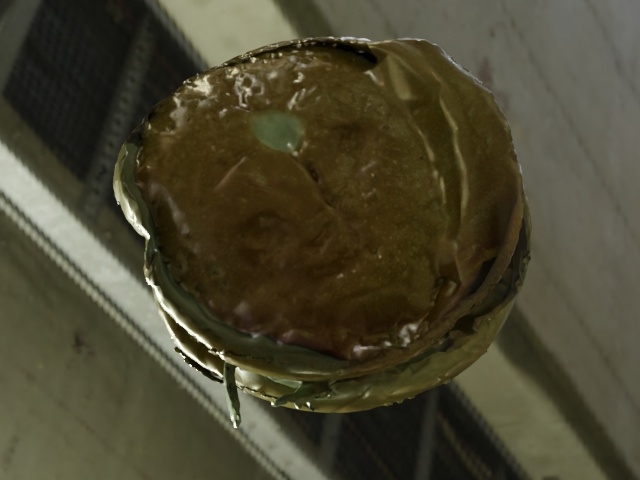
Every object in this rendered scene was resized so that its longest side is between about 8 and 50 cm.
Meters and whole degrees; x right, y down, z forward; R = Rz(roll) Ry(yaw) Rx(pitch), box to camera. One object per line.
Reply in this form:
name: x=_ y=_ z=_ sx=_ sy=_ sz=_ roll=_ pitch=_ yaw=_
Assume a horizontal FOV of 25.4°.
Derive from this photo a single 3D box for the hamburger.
hamburger: x=0.000 y=0.000 z=0.617 sx=0.113 sy=0.177 sz=0.186 roll=89 pitch=-158 yaw=-70
